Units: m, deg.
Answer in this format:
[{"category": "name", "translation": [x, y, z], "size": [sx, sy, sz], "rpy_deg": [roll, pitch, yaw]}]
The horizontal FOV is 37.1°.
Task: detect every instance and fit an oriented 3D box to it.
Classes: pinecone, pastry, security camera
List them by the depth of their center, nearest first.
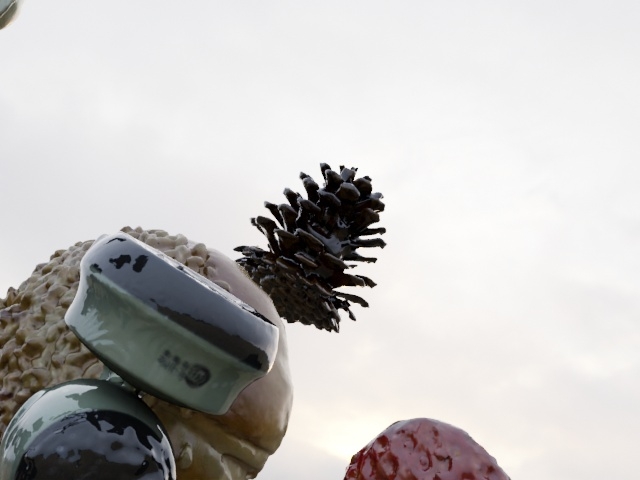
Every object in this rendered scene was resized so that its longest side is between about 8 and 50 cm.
[{"category": "security camera", "translation": [-0.182, 0.151, 0.865], "size": [0.197, 0.277, 0.191], "rpy_deg": [34, -3, -25]}, {"category": "pastry", "translation": [-0.232, 0.168, 1.132], "size": [0.410, 0.409, 0.245], "rpy_deg": [3, -32, 15]}, {"category": "pinecone", "translation": [0.003, 0.002, 1.577], "size": [0.246, 0.292, 0.246], "rpy_deg": [26, -15, 8]}]

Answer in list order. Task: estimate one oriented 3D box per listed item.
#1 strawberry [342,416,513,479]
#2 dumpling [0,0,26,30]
[{"category": "strawberry", "translation": [0.122, 0.356, 0.931], "size": [0.292, 0.309, 0.291], "rpy_deg": [9, -25, 4]}, {"category": "dumpling", "translation": [-0.477, -0.324, 1.341], "size": [0.169, 0.134, 0.100], "rpy_deg": [-11, -38, 13]}]
